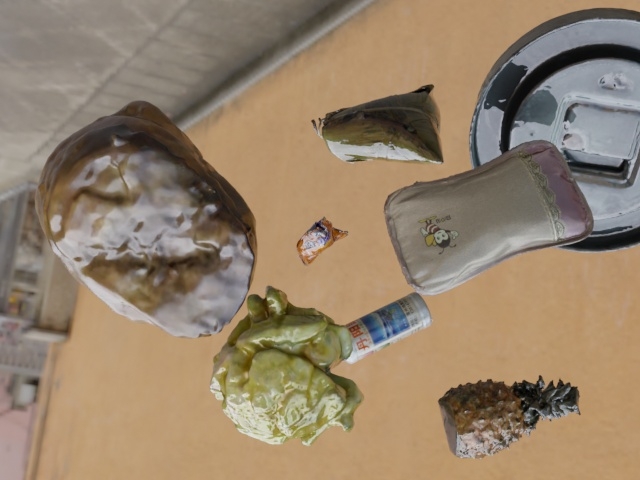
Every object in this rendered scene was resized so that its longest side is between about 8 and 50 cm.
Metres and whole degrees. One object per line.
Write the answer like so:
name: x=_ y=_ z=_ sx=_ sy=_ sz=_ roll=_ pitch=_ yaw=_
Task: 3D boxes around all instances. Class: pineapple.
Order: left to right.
pineapple: x=0.261 y=0.233 z=1.399 sx=0.198 sy=0.108 sz=0.108 roll=-10 pitch=171 yaw=-12

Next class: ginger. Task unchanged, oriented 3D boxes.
ginger: x=-0.196 y=-0.019 z=1.184 sx=0.269 sy=0.200 sz=0.223 roll=43 pitch=-172 yaw=-10

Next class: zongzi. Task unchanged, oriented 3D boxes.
zongzi: x=0.091 y=-0.148 z=1.609 sx=0.205 sy=0.204 sz=0.094 roll=-12 pitch=125 yaw=9

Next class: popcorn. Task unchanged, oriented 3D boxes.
popcorn: x=-0.045 y=0.153 z=1.269 sx=0.167 sy=0.187 sz=0.185 roll=-11 pitch=148 yaw=22

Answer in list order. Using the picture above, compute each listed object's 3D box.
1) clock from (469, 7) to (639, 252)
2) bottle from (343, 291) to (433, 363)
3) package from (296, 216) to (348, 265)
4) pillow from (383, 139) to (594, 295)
clock: x=0.346 y=-0.135 z=1.294 sx=0.319 sy=0.319 sz=0.066 roll=6 pitch=-149 yaw=4
bottle: x=0.059 y=0.146 z=1.518 sx=0.217 sy=0.060 sz=0.060 roll=-26 pitch=173 yaw=-12
package: x=0.000 y=0.001 z=1.469 sx=0.033 sy=0.077 sz=0.110 roll=35 pitch=172 yaw=23
pillow: x=0.186 y=-0.029 z=1.150 sx=0.233 sy=0.130 sz=0.038 roll=-19 pitch=169 yaw=-11
